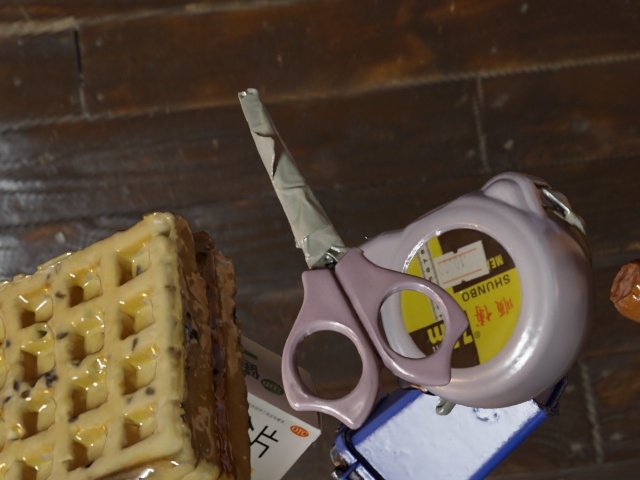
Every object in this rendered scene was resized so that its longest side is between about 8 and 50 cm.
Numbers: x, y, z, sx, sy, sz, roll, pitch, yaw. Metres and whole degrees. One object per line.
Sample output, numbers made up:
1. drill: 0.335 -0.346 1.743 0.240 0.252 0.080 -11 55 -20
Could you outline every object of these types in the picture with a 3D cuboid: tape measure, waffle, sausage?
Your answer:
1. tape measure: 0.134 0.050 1.117 0.196 0.105 0.178 -22 72 33
2. waffle: -0.247 0.149 1.225 0.376 0.114 0.260 -21 58 24
3. sausage: 0.415 0.065 1.506 0.198 0.076 0.076 9 74 -19

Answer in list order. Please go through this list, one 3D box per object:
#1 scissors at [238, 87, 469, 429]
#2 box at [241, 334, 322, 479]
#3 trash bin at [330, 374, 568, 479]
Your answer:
1. scissors: 0.000 0.000 0.780 0.110 0.021 0.212 -24 75 -7
2. box: -0.181 0.189 1.708 0.333 0.145 0.173 31 108 -22
3. trash bin: 0.139 0.199 1.472 0.162 0.184 0.234 46 116 3
